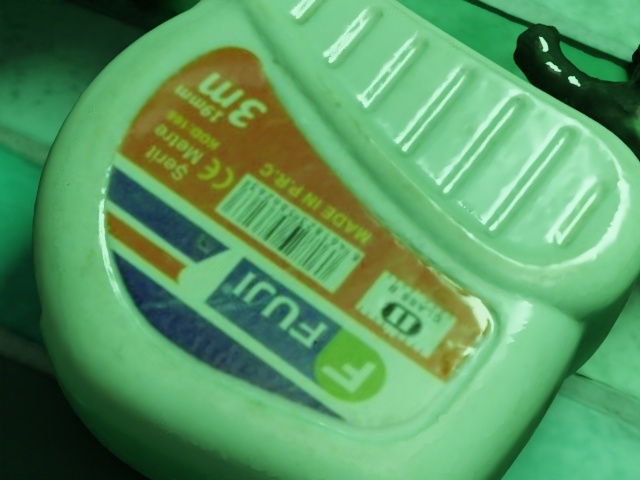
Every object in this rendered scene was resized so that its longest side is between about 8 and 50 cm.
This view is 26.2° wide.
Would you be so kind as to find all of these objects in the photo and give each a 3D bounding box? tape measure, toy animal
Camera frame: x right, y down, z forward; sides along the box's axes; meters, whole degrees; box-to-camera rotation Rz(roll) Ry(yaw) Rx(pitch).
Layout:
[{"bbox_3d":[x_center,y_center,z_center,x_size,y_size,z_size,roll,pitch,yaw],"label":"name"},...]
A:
[{"bbox_3d":[0.000,0.000,0.632,0.258,0.130,0.265,35,71,14],"label":"tape measure"},{"bbox_3d":[0.205,-0.084,0.689,0.225,0.094,0.121,-10,56,-52],"label":"toy animal"}]
